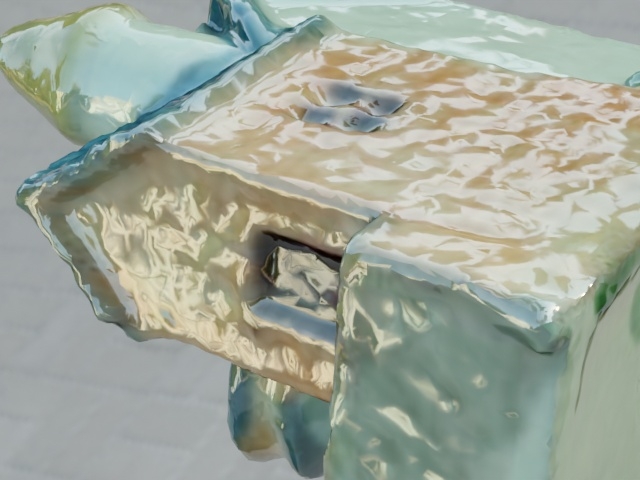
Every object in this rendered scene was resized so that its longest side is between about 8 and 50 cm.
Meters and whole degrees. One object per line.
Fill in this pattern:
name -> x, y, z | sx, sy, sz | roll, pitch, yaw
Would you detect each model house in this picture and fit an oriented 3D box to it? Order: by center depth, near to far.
model house -> 0.000, 0.000, 0.782 | 0.325, 0.194, 0.267 | 21, 34, 25
